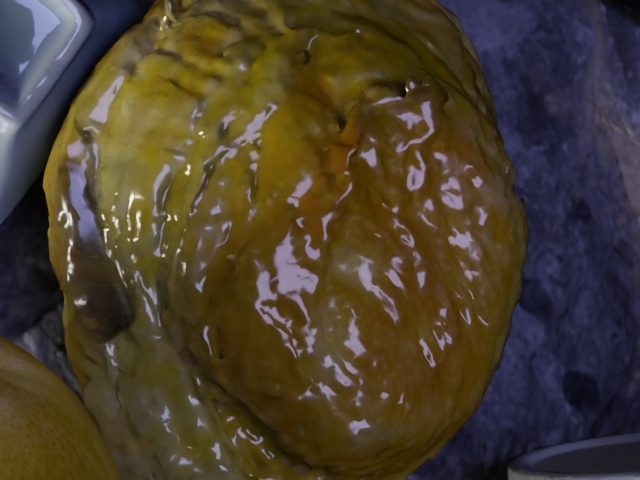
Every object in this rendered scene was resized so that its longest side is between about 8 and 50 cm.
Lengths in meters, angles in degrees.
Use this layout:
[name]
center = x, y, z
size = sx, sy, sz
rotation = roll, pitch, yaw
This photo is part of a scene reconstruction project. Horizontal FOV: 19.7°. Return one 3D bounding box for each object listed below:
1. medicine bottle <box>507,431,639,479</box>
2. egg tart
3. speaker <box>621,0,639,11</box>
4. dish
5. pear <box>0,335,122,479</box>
[medicine bottle]
center = 0.231, 0.315, 1.174
size = 0.211, 0.211, 0.371
rotation = -6, 91, -33
[egg tart]
center = 0.000, 0.000, 1.064
size = 0.351, 0.153, 0.339
rotation = -40, 113, -29
[speaker]
center = 0.263, -0.298, 1.247
size = 0.232, 0.184, 0.254
rotation = 22, 72, -30
[dish]
center = -0.211, -0.139, 0.992
size = 0.243, 0.080, 0.182
rotation = 42, 67, -23
[pear]
center = -0.227, 0.185, 0.840
size = 0.314, 0.314, 0.314
rotation = 2, 86, -33
